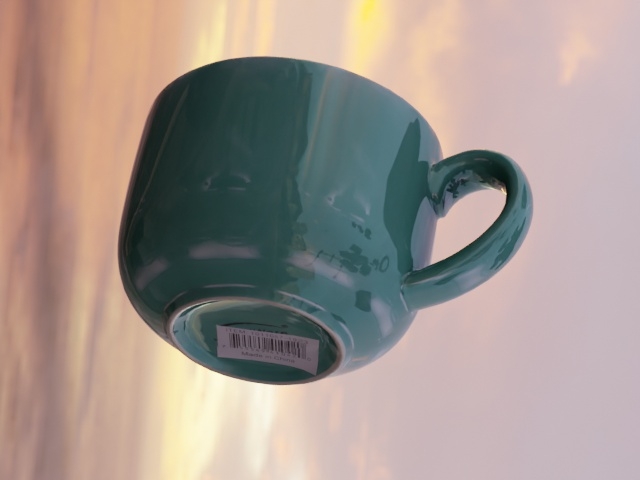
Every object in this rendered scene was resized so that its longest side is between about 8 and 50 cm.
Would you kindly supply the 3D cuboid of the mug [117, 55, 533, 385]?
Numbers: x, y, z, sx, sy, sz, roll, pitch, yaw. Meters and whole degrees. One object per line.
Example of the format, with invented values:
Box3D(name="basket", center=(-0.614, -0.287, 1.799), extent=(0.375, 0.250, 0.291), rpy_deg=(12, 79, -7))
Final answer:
Box3D(name="mug", center=(-0.009, -0.003, 0.721), extent=(0.158, 0.129, 0.097), rpy_deg=(-22, -134, 43))
